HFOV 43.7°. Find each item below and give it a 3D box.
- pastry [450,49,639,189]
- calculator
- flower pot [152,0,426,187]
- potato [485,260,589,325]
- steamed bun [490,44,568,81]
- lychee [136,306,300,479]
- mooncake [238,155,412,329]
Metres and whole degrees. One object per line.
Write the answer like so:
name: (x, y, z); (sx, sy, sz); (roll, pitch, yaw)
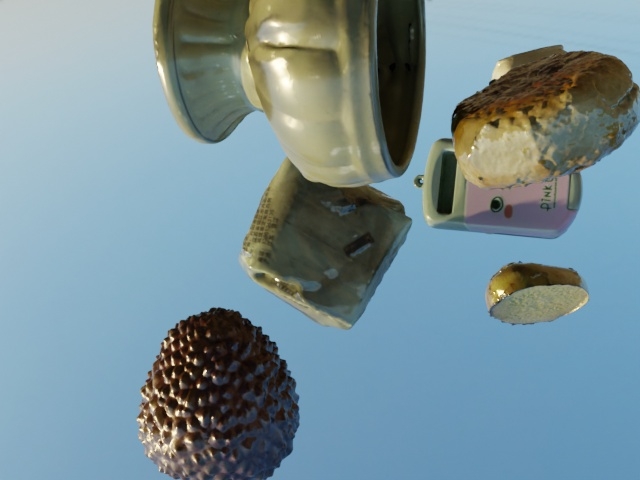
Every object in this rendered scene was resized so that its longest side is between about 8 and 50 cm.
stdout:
pastry: (0.217, -0.117, 0.795); (0.182, 0.093, 0.192); (-22, -161, 5)
calculator: (0.259, -0.078, 1.176); (0.245, 0.141, 0.045); (6, 176, 14)
flower pot: (-0.024, -0.210, 0.868); (0.244, 0.308, 0.307); (4, -154, 18)
potato: (0.381, 0.085, 1.427); (0.200, 0.164, 0.081); (11, -126, -30)
steamed bun: (0.367, -0.193, 1.347); (0.146, 0.242, 0.164); (-13, -119, -1)
lychee: (-0.152, 0.227, 1.187); (0.271, 0.272, 0.271); (-8, -157, 3)
mooncake: (-0.001, 0.001, 1.369); (0.250, 0.255, 0.136); (29, 179, -9)
